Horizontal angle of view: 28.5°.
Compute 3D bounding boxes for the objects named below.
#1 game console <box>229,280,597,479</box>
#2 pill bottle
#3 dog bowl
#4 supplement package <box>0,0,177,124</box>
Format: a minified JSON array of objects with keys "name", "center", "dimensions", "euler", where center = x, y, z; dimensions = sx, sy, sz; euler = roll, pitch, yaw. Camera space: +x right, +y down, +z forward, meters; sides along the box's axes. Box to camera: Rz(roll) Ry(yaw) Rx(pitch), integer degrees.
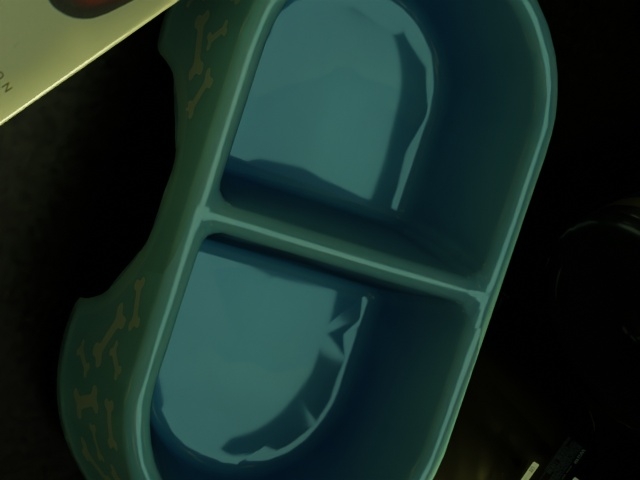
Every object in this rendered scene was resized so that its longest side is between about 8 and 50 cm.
[{"name":"game console","center":[-0.009,0.176,0.638],"dimensions":[0.213,0.044,0.361],"euler":[39,86,-35]},{"name":"pill bottle","center":[0.236,0.009,0.666],"dimensions":[0.219,0.123,0.123],"euler":[-23,120,-30]},{"name":"dog bowl","center":[0.000,0.000,0.519],"dimensions":[0.166,0.074,0.297],"euler":[17,93,-22]},{"name":"supplement package","center":[-0.072,-0.162,0.403],"dimensions":[0.244,0.134,0.139],"euler":[-39,124,-13]}]
